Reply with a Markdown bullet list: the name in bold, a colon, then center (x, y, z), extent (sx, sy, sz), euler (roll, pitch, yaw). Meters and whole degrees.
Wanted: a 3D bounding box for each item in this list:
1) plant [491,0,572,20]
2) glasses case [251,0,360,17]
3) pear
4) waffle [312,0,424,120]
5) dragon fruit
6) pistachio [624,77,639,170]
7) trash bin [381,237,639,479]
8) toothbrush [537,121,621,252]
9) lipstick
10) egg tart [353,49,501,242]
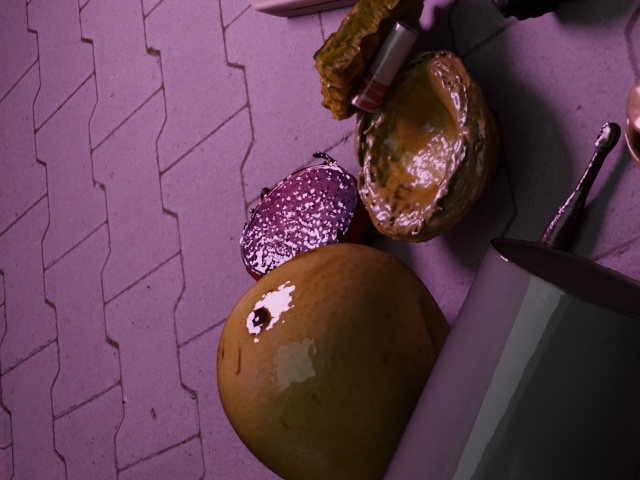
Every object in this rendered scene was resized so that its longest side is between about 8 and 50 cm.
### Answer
- **plant**: center (0.259, -0.420, 1.537), extent (0.164, 0.141, 0.256), euler (-24, 69, 51)
- **glasses case**: center (0.008, -0.456, 1.932), extent (0.336, 0.076, 0.144), euler (2, 87, 54)
- **pear**: center (0.025, 0.174, 1.592), extent (0.348, 0.348, 0.349), euler (-12, 76, 52)
- **waffle**: center (0.082, -0.282, 1.727), extent (0.057, 0.219, 0.229), euler (35, 75, 15)
- **dragon fruit**: center (-0.002, 0.004, 1.844), extent (0.218, 0.148, 0.224), euler (-36, 40, 8)
- **pistachio**: center (0.427, -0.109, 1.271), extent (0.229, 0.157, 0.157), euler (38, 115, 43)
- **trash bin**: center (0.232, 0.238, 1.364), extent (0.280, 0.280, 0.432), euler (36, 110, 50)
- **toothbrush**: center (0.294, 0.013, 1.506), extent (0.041, 0.040, 0.364), euler (48, 122, 45)
- **lipstick**: center (0.090, -0.241, 1.650), extent (0.131, 0.038, 0.038), euler (-59, 43, 19)
- **egg tart**: center (0.153, -0.130, 1.651), extent (0.288, 0.118, 0.288), euler (-11, 77, 53)
